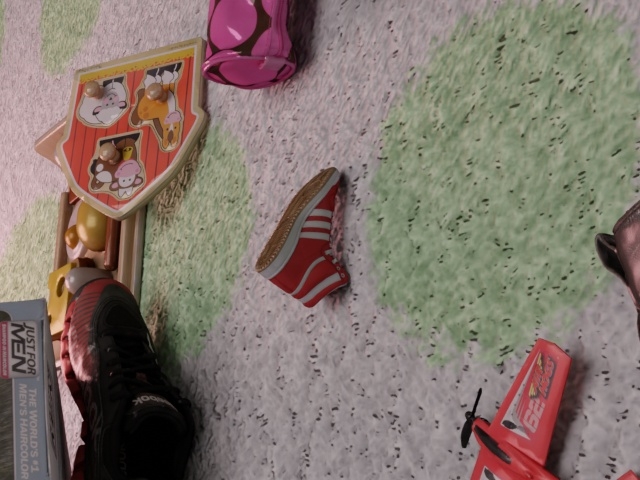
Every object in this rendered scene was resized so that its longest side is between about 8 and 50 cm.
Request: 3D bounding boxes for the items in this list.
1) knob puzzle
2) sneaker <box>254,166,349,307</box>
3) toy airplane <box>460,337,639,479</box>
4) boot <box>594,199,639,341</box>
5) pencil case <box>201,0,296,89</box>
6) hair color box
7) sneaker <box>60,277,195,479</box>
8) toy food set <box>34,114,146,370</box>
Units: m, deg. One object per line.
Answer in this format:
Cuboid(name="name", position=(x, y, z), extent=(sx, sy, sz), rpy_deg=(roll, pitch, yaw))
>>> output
Cuboid(name="knob puzzle", position=(-0.206, -0.115, 1.132), extent=(0.213, 0.030, 0.213), rpy_deg=(-11, 65, 24))
Cuboid(name="sneaker", position=(0.000, 0.000, 0.862), extent=(0.042, 0.067, 0.118), rpy_deg=(-24, 29, 53))
Cuboid(name="toy airplane", position=(0.129, 0.136, 0.624), extent=(0.151, 0.028, 0.151), rpy_deg=(-23, 62, 52))
Cuboid(name="boot", position=(0.228, 0.036, 0.459), extent=(0.263, 0.091, 0.229), rpy_deg=(-31, 52, 47))
Cuboid(name="pencil case", position=(-0.050, -0.243, 0.974), extent=(0.098, 0.095, 0.209), rpy_deg=(1, 81, 40))
Cuboid(name="hair color box", position=(-0.293, 0.231, 1.005), extent=(0.374, 0.113, 0.185), rpy_deg=(104, 159, -54))
Cuboid(name="sneaker", position=(-0.180, 0.147, 1.017), extent=(0.135, 0.097, 0.276), rpy_deg=(-41, 49, 42))
Cuboid(name="toy food set", position=(-0.291, 0.002, 1.237), extent=(0.220, 0.092, 0.306), rpy_deg=(-22, 61, 51))
